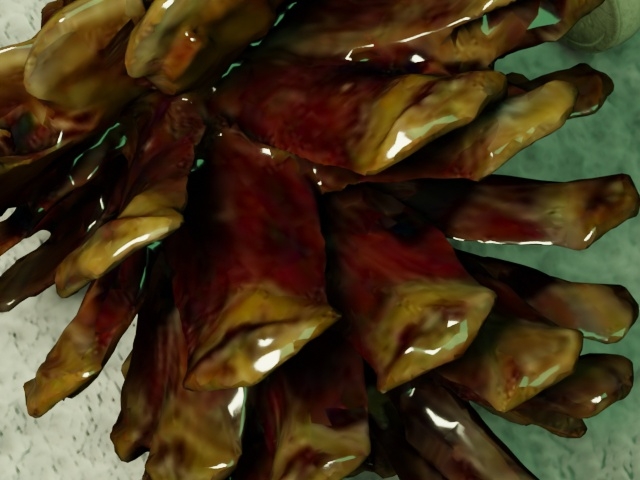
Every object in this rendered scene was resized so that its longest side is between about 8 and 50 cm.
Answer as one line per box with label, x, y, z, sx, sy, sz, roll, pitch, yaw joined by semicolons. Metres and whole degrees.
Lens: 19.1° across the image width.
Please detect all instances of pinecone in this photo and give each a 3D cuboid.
pinecone;0.000;0.000;0.923;0.384;0.384;0.384;3;76;-12

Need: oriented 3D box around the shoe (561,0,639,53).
shoe;0.162;-0.278;1.148;0.159;0.124;0.316;-21;88;-16
